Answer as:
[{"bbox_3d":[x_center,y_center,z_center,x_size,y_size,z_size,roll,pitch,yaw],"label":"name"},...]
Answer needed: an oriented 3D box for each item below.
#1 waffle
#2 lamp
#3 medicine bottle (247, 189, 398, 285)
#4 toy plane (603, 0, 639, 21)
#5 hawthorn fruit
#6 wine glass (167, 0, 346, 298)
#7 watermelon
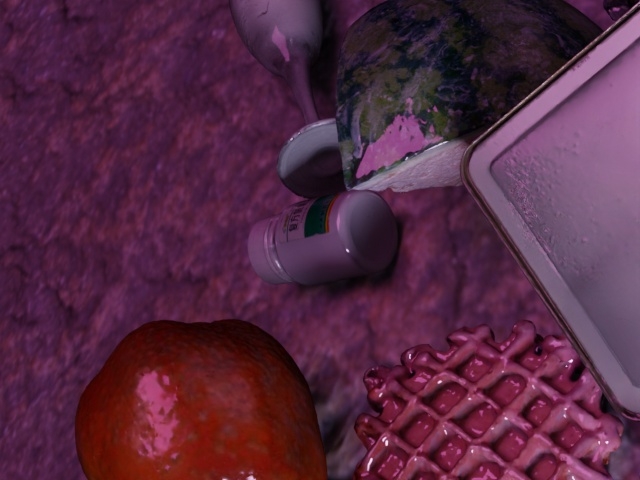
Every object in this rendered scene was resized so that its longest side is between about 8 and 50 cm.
[{"bbox_3d":[0.127,0.168,1.466,0.221,0.055,0.234,-11,56,18],"label":"waffle"},{"bbox_3d":[0.267,-0.037,1.417,0.269,0.047,0.266,-40,66,22],"label":"lamp"},{"bbox_3d":[0.000,0.000,1.743,0.130,0.080,0.080,-11,57,43],"label":"medicine bottle"},{"bbox_3d":[0.292,-0.231,1.557,0.182,0.107,0.273,-35,46,45],"label":"toy plane"},{"bbox_3d":[-0.095,0.196,1.614,0.210,0.210,0.262,-41,47,21],"label":"hawthorn fruit"},{"bbox_3d":[-0.095,-0.134,1.904,0.264,0.096,0.309,-32,43,13],"label":"wine glass"},{"bbox_3d":[0.130,-0.146,1.654,0.176,0.256,0.260,98,167,-59],"label":"watermelon"}]
